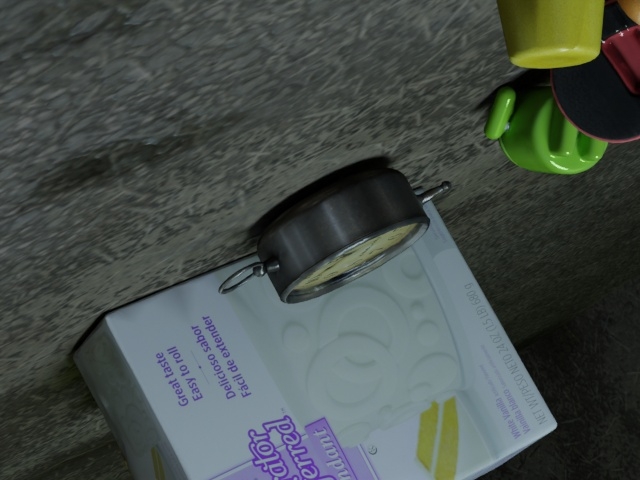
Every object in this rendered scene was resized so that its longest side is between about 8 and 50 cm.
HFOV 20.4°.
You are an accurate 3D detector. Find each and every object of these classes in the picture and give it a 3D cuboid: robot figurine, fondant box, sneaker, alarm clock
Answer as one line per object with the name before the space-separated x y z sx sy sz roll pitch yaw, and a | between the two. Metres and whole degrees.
robot figurine | 0.177 -0.085 1.355 0.101 0.067 0.115 4 -177 -18
fondant box | 0.000 0.124 1.449 0.330 0.238 0.096 -22 168 -32
sneaker | 0.302 -0.187 1.231 0.314 0.116 0.136 -30 -177 31
alarm clock | 0.000 0.000 1.349 0.192 0.064 0.129 -25 169 -33

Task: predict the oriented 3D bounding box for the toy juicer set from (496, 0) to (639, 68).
toy juicer set | 0.280 -0.156 1.015 0.329 0.090 0.209 0 174 -22

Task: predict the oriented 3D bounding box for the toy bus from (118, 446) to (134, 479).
toy bus | -0.090 0.140 1.597 0.220 0.149 0.211 -25 -178 -33
